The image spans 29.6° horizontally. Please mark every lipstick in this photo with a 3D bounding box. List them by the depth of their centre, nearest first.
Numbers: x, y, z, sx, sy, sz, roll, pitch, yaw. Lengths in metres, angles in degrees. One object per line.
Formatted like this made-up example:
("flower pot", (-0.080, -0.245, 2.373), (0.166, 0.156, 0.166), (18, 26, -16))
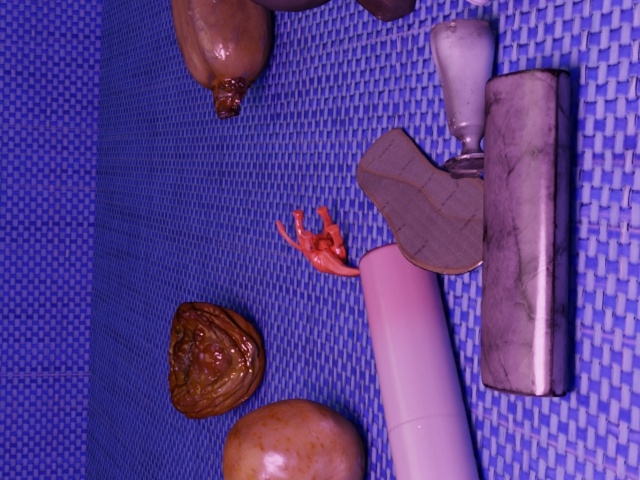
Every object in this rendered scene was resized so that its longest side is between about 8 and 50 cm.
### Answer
("lipstick", (0.109, 0.164, 1.310), (0.087, 0.087, 0.327), (126, 140, -55))

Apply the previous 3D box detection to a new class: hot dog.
("hot dog", (-0.183, 0.198, 2.010), (0.272, 0.122, 0.196), (170, 99, -70))

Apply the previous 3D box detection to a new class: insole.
("insole", (0.112, -0.048, 1.345), (0.119, 0.009, 0.348), (-49, 28, 7))

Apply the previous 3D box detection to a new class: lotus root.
("lotus root", (-0.151, -0.348, 1.926), (0.169, 0.151, 0.343), (-46, 50, 55))

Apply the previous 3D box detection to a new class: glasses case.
("glasses case", (0.195, -0.006, 1.137), (0.114, 0.060, 0.299), (176, 95, -69))

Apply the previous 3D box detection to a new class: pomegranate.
("pomegranate", (-0.030, 0.290, 1.535), (0.196, 0.196, 0.196), (-179, 90, -69))

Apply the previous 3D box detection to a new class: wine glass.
("wine glass", (0.152, -0.146, 1.248), (0.072, 0.072, 0.156), (147, 122, -65))

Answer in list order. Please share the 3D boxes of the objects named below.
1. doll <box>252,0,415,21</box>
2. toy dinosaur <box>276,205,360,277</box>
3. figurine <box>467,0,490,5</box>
("doll", (-0.018, -0.452, 1.415), (0.382, 0.252, 0.379), (48, 121, 22))
("toy dinosaur", (-0.006, 0.002, 1.653), (0.279, 0.055, 0.101), (-135, 28, -59))
("figurine", (0.153, -0.327, 1.184), (0.184, 0.128, 0.209), (156, 118, -64))
